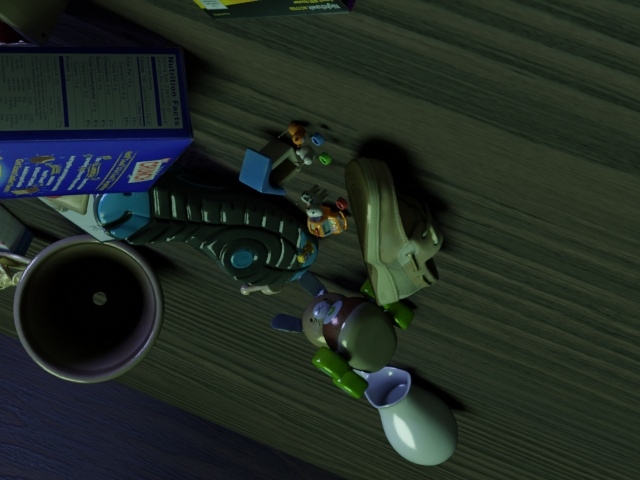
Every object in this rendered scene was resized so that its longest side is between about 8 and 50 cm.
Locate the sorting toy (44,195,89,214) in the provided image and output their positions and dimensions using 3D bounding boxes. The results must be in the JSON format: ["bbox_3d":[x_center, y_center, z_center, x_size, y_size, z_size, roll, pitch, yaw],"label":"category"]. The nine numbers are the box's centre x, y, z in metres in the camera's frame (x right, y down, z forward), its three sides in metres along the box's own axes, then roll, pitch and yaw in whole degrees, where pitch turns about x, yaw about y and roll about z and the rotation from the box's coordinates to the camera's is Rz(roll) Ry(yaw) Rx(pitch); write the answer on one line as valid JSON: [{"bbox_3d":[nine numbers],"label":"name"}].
[{"bbox_3d":[-0.463,-0.154,1.866,0.307,0.041,0.229,23,143,1],"label":"sorting toy"}]

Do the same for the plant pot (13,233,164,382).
[{"bbox_3d":[-0.411,0.112,2.404,0.263,0.263,0.229,26,-178,-5],"label":"plant pot"}]

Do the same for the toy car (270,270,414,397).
[{"bbox_3d":[0.015,0.117,1.982,0.188,0.155,0.149,27,167,35],"label":"toy car"}]

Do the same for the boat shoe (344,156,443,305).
[{"bbox_3d":[0.093,-0.015,1.576,0.098,0.109,0.302,-14,152,1],"label":"boat shoe"}]

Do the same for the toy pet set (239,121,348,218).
[{"bbox_3d":[-0.040,-0.078,1.553,0.114,0.065,0.122,28,152,40],"label":"toy pet set"}]

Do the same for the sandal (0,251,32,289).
[{"bbox_3d":[-0.624,0.061,2.533,0.240,0.079,0.088,18,163,15],"label":"sandal"}]

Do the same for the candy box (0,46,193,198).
[{"bbox_3d":[-0.330,-0.130,1.516,0.317,0.122,0.268,-2,169,-20],"label":"candy box"}]

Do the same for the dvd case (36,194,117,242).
[{"bbox_3d":[-0.368,-0.074,2.050,0.180,0.022,0.253,-10,144,40],"label":"dvd case"}]

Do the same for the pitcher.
[{"bbox_3d":[0.151,0.307,2.411,0.207,0.125,0.178,51,171,-35],"label":"pitcher"}]

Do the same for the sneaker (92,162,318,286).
[{"bbox_3d":[-0.153,-0.044,1.807,0.341,0.125,0.139,22,-155,-30],"label":"sneaker"}]

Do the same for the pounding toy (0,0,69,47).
[{"bbox_3d":[-0.366,-0.253,1.456,0.141,0.100,0.130,6,155,45],"label":"pounding toy"}]

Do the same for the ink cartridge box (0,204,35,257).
[{"bbox_3d":[-0.636,-0.036,2.502,0.104,0.061,0.181,14,161,26],"label":"ink cartridge box"}]

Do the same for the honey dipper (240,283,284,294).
[{"bbox_3d":[-0.100,0.077,2.194,0.030,0.030,0.161,29,166,-15],"label":"honey dipper"}]

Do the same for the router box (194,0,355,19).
[{"bbox_3d":[-0.067,-0.251,1.159,0.179,0.046,0.133,6,156,44],"label":"router box"}]

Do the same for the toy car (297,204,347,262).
[{"bbox_3d":[0.000,0.000,1.758,0.060,0.040,0.122,26,144,15],"label":"toy car"}]
